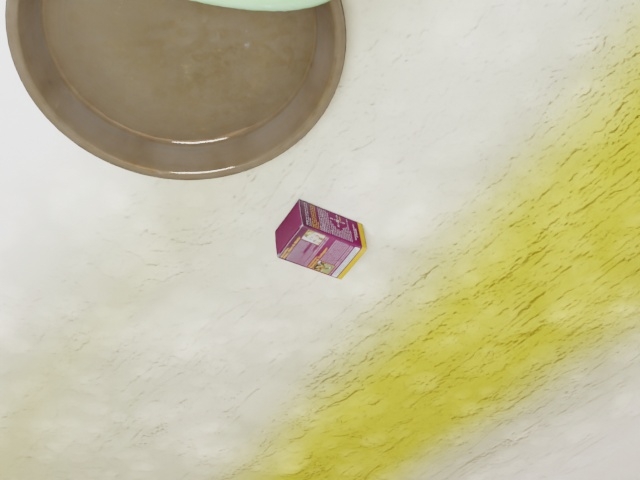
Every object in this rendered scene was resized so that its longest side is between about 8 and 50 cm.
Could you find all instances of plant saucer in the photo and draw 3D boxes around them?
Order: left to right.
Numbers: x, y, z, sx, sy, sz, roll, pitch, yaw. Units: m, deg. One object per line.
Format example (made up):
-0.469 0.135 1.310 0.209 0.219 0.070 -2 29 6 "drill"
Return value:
-0.117 -0.169 0.643 0.278 0.041 0.278 -4 133 -4 "plant saucer"

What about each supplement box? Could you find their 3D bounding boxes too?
0.000 0.000 0.817 0.083 0.043 0.055 21 128 -26 "supplement box"

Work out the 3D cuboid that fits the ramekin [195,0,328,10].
-0.104 -0.252 0.392 0.303 0.303 0.148 18 89 -23 "ramekin"
